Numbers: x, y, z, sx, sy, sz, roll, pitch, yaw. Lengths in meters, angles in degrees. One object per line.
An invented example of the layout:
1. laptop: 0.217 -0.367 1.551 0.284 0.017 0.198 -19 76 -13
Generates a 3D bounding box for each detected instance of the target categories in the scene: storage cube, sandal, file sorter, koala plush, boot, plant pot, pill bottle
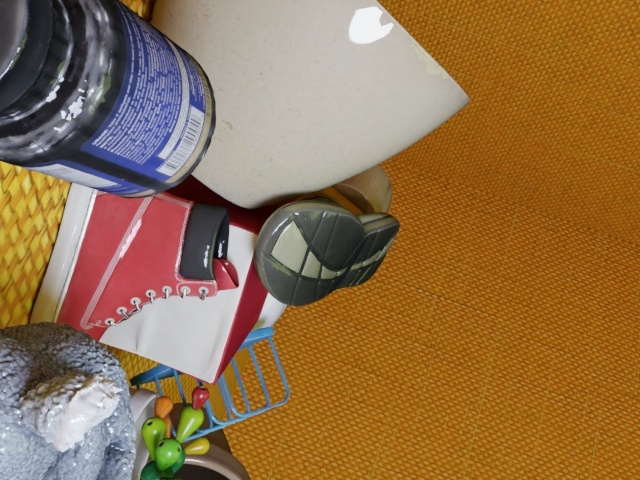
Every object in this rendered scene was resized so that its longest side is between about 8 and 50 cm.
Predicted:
1. storage cube: -0.154 0.023 0.940 0.193 0.184 0.215 -58 167 -72
2. sandal: 0.000 0.001 0.918 0.120 0.086 0.303 -55 162 12
3. file sorter: -0.143 0.196 1.084 0.170 0.104 0.118 -29 166 35
4. koala plush: -0.223 0.128 0.567 0.221 0.196 0.203 101 -3 -66
5. boot: -0.180 0.063 0.812 0.088 0.176 0.244 -61 171 -75
6. plant pot: -0.250 0.418 1.460 0.229 0.263 0.263 -105 -149 -64
7. pill bottle: -0.159 -0.100 0.514 0.219 0.123 0.122 22 88 -74

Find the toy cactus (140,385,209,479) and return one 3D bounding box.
1. toy cactus: -0.186 0.287 0.948 0.219 0.112 0.180 -82 -162 -54

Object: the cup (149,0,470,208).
1. cup: -0.047 -0.171 0.836 0.237 0.331 0.331 -46 -178 12

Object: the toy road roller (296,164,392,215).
1. toy road roller: -0.008 -0.156 1.092 0.240 0.329 0.202 -46 -172 26

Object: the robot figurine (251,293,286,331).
1. robot figurine: -0.134 0.046 1.239 0.300 0.199 0.353 -36 -178 9

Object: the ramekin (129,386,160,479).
1. ramekin: -0.278 0.260 0.957 0.207 0.109 0.207 19 90 -86
